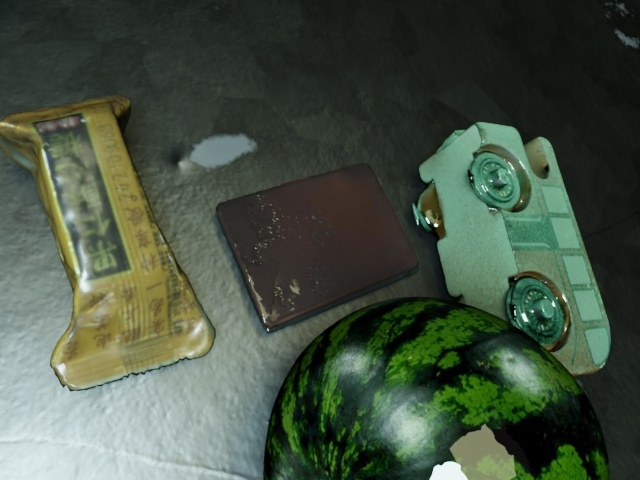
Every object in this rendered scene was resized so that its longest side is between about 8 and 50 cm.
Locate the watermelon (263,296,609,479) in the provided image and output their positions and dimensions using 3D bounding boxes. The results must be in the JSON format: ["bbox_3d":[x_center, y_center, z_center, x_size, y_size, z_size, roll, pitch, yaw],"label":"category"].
[{"bbox_3d":[0.081,0.171,0.421,0.268,0.269,0.269,7,68,-17],"label":"watermelon"}]

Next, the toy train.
[{"bbox_3d":[0.219,0.025,0.606,0.159,0.129,0.327,0,70,-26],"label":"toy train"}]

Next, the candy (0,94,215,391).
[{"bbox_3d":[-0.203,-0.001,0.481,0.143,0.101,0.271,-18,83,-31],"label":"candy"}]

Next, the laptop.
[{"bbox_3d":[0.000,0.000,0.593,0.207,0.026,0.154,-19,76,-26],"label":"laptop"}]
